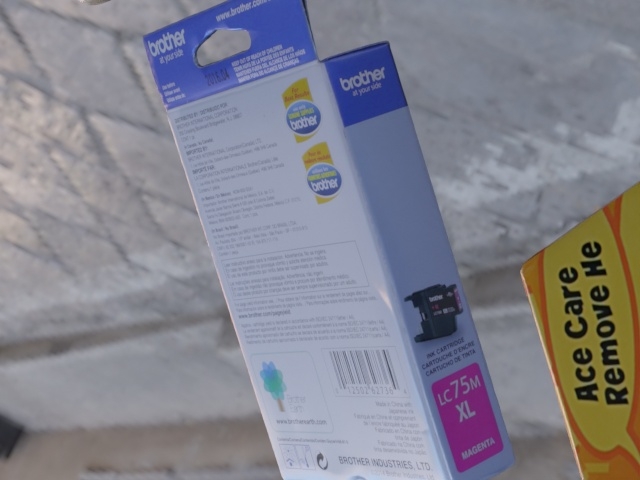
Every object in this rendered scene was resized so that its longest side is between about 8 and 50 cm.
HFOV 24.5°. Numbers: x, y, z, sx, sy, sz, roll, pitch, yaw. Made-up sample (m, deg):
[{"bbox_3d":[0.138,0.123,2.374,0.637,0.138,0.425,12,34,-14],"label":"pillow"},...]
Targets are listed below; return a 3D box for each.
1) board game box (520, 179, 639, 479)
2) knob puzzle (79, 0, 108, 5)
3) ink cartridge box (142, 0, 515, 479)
[{"bbox_3d":[0.343,0.104,0.429,0.356,0.356,0.356,15,139,-38],"label":"board game box"},{"bbox_3d":[-0.152,-0.083,0.557,0.213,0.213,0.030,-1,111,50],"label":"knob puzzle"},{"bbox_3d":[0.000,0.000,0.905,0.186,0.065,0.311,-9,102,56],"label":"ink cartridge box"}]
